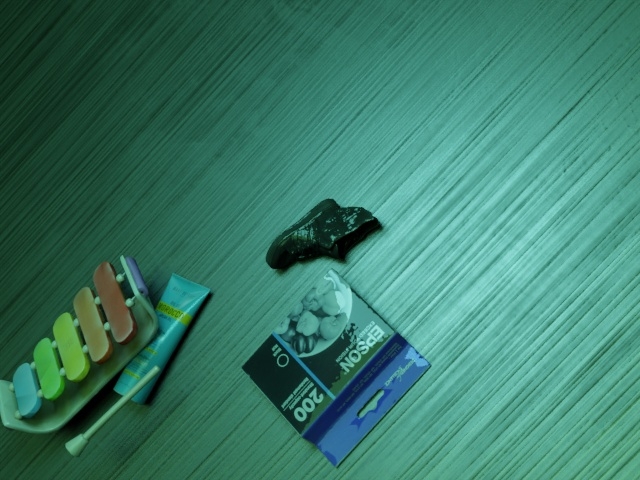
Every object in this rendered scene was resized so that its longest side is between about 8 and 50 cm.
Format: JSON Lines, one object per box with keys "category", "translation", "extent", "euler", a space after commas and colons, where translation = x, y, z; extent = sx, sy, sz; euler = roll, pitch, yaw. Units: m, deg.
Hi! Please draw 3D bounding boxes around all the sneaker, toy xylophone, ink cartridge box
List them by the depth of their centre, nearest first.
{"category": "ink cartridge box", "translation": [0.018, 0.181, 1.635], "extent": [0.206, 0.045, 0.208], "euler": [-48, 62, 3]}
{"category": "sneaker", "translation": [0.001, 0.001, 1.697], "extent": [0.170, 0.051, 0.089], "euler": [-43, 56, 3]}
{"category": "toy xylophone", "translation": [-0.360, 0.184, 1.752], "extent": [0.323, 0.081, 0.236], "euler": [-49, 37, 1]}

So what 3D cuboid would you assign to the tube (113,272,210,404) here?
{"category": "tube", "translation": [-0.250, 0.154, 1.771], "extent": [0.080, 0.052, 0.207], "euler": [23, 78, 26]}
